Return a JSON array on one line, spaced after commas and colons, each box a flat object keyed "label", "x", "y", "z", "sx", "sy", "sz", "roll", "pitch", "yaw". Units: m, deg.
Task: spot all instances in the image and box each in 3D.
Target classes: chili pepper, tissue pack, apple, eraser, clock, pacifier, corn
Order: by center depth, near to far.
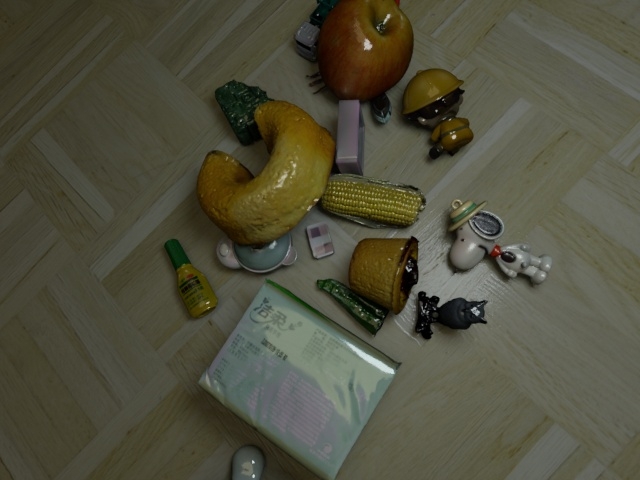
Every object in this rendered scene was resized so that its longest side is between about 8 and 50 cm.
[{"label": "pacifier", "x": -0.198, "y": 0.636, "z": 1.049, "sx": 0.279, "sy": 0.227, "sz": 0.207, "roll": 0, "pitch": 37, "yaw": 9}, {"label": "tissue pack", "x": -0.048, "y": 0.347, "z": 1.055, "sx": 0.405, "sy": 0.205, "sz": 0.331, "roll": 31, "pitch": 83, "yaw": 16}, {"label": "chili pepper", "x": 0.080, "y": 0.175, "z": 1.152, "sx": 0.227, "sy": 0.059, "sz": 0.088, "roll": 31, "pitch": 88, "yaw": 17}, {"label": "corn", "x": 0.152, "y": -0.117, "z": 1.183, "sx": 0.306, "sy": 0.122, "sz": 0.123, "roll": 14, "pitch": 63, "yaw": 10}, {"label": "apple", "x": 0.128, "y": -0.581, "z": 1.197, "sx": 0.302, "sy": 0.301, "sz": 0.301, "roll": -2, "pitch": 77, "yaw": 9}, {"label": "clock", "x": 0.092, "y": -0.297, "z": 1.213, "sx": 0.063, "sy": 0.150, "sz": 0.197, "roll": 0, "pitch": 77, "yaw": 13}, {"label": "eraser", "x": 0.000, "y": 0.000, "z": 1.222, "sx": 0.065, "sy": 0.026, "sz": 0.105, "roll": -17, "pitch": 74, "yaw": 3}]

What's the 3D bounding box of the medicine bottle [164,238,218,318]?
[{"label": "medicine bottle", "x": -0.408, "y": 0.110, "z": 1.247, "sx": 0.095, "sy": 0.064, "sz": 0.260, "roll": -33, "pitch": 73, "yaw": 1}]

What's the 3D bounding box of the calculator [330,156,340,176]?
[{"label": "calculator", "x": -0.008, "y": -0.226, "z": 1.281, "sx": 0.141, "sy": 0.019, "sz": 0.094, "roll": -3, "pitch": 79, "yaw": 9}]

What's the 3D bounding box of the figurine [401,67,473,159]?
[{"label": "figurine", "x": 0.349, "y": -0.380, "z": 1.182, "sx": 0.192, "sy": 0.167, "sz": 0.256, "roll": -27, "pitch": 76, "yaw": -11}]

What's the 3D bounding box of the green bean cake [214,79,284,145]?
[{"label": "green bean cake", "x": -0.227, "y": -0.444, "z": 1.326, "sx": 0.194, "sy": 0.107, "sz": 0.208, "roll": -32, "pitch": 72, "yaw": 2}]

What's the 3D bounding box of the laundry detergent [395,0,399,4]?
[{"label": "laundry detergent", "x": 0.181, "y": -0.790, "z": 1.367, "sx": 0.166, "sy": 0.049, "sz": 0.097, "roll": 7, "pitch": 71, "yaw": 12}]

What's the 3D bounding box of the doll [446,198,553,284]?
[{"label": "doll", "x": 0.479, "y": 0.000, "z": 1.096, "sx": 0.272, "sy": 0.144, "sz": 0.207, "roll": 7, "pitch": 99, "yaw": 15}]

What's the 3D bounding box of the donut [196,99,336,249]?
[{"label": "donut", "x": -0.159, "y": -0.194, "z": 1.135, "sx": 0.435, "sy": 0.163, "sz": 0.377, "roll": -40, "pitch": 47, "yaw": 6}]

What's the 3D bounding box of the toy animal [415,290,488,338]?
[{"label": "toy animal", "x": 0.351, "y": 0.201, "z": 1.044, "sx": 0.210, "sy": 0.117, "sz": 0.121, "roll": -9, "pitch": 63, "yaw": 53}]

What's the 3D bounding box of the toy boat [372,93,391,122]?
[{"label": "toy boat", "x": 0.194, "y": -0.409, "z": 1.268, "sx": 0.059, "sy": 0.066, "sz": 0.140, "roll": -16, "pitch": 46, "yaw": 17}]

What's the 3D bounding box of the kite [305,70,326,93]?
[{"label": "kite", "x": 0.074, "y": -0.565, "z": 1.348, "sx": 0.245, "sy": 0.015, "sz": 0.141, "roll": -23, "pitch": 73, "yaw": 0}]

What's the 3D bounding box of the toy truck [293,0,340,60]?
[{"label": "toy truck", "x": 0.003, "y": -0.718, "z": 1.344, "sx": 0.110, "sy": 0.116, "sz": 0.216, "roll": 36, "pitch": 85, "yaw": 15}]

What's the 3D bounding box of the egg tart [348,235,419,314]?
[{"label": "egg tart", "x": 0.176, "y": 0.083, "z": 1.087, "sx": 0.171, "sy": 0.215, "sz": 0.215, "roll": 12, "pitch": 79, "yaw": 23}]

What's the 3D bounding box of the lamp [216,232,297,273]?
[{"label": "lamp", "x": -0.198, "y": 0.012, "z": 1.212, "sx": 0.246, "sy": 0.108, "sz": 0.179, "roll": -11, "pitch": 71, "yaw": 7}]
